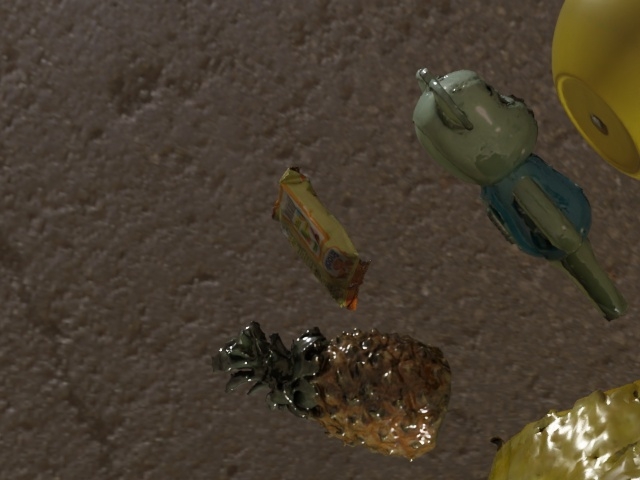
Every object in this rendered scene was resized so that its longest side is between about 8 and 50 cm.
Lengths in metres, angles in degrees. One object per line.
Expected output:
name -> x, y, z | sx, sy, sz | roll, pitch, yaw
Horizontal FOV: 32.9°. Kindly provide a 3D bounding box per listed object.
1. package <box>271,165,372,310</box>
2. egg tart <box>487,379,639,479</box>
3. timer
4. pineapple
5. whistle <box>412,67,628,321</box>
package -> -0.001, -0.002, 0.962 | 0.031, 0.108, 0.121 | -32, 72, -18
egg tart -> 0.208, 0.158, 0.636 | 0.341, 0.341, 0.132 | -28, 60, 21
timer -> 0.493, -0.262, 1.363 | 0.387, 0.376, 0.376 | -37, 63, -5
pineapple -> 0.007, 0.114, 0.887 | 0.197, 0.108, 0.108 | 14, 86, 2
whistle -> 0.151, -0.037, 0.789 | 0.077, 0.114, 0.236 | -41, 102, 6
